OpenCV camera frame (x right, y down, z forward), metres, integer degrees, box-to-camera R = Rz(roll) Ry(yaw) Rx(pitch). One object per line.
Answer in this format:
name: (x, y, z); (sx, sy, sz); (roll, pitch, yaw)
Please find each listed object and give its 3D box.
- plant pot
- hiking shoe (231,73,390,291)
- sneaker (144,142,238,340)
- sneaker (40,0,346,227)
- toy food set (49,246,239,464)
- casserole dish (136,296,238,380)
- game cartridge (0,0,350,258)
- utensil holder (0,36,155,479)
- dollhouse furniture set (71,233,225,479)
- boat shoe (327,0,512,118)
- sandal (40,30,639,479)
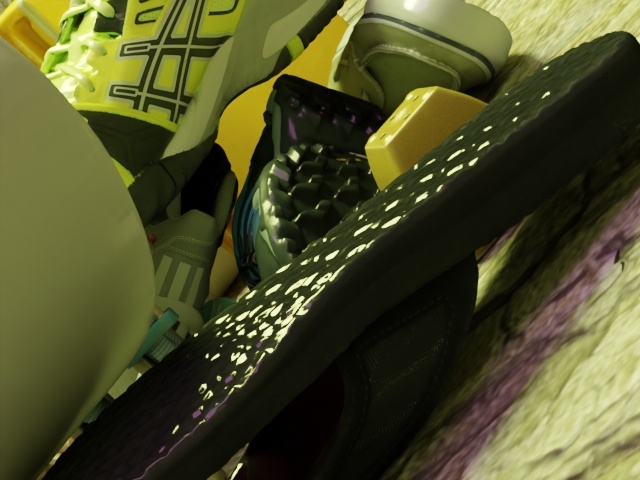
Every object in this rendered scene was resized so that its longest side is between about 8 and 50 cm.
plant pot: (0.075, -0.046, 1.139); (0.081, 0.083, 0.081); (-48, 12, -8)
hiking shoe: (0.000, 0.000, 1.278); (0.304, 0.113, 0.132); (-87, 15, -68)
sneaker: (-0.104, -0.016, 1.419); (0.132, 0.086, 0.229); (-69, 19, 9)
sneaker: (-0.139, -0.118, 1.323); (0.145, 0.147, 0.384); (-3, 42, 47)
toy food set: (-0.217, 0.072, 1.621); (0.306, 0.092, 0.220); (-3, 43, 50)
casserole dish: (-0.095, 0.098, 1.386); (0.114, 0.037, 0.188); (-43, 12, 15)
game cartridge: (-0.091, -0.155, 1.588); (0.053, 0.285, 0.323); (-39, 14, 32)
utensil holder: (-0.311, 0.084, 0.999); (0.327, 0.327, 0.385); (-32, 13, 51)
dollhouse furniture set: (-0.110, 0.102, 1.192); (0.129, 0.129, 0.183); (-45, 11, 10)
boat shoe: (0.062, -0.119, 1.434); (0.302, 0.109, 0.094); (159, 136, -81)
sandal: (0.019, 0.060, 0.998); (0.446, 0.107, 0.167); (-38, 9, -10)
